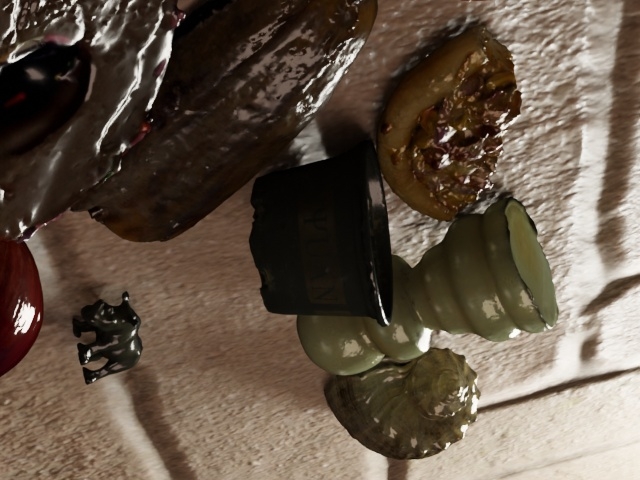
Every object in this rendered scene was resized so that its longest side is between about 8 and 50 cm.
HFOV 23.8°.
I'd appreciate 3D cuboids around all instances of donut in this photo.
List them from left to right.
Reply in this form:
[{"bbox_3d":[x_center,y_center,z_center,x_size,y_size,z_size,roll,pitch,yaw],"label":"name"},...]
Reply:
[{"bbox_3d":[-0.200,-0.114,0.937,0.270,0.103,0.269,-35,148,-26],"label":"donut"}]

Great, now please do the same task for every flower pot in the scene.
[{"bbox_3d":[0.000,0.000,1.275,0.107,0.157,0.157,-7,151,7],"label":"flower pot"}]

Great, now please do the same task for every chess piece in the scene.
[{"bbox_3d":[0.092,0.056,1.446,0.243,0.133,0.133,-19,151,20],"label":"chess piece"}]

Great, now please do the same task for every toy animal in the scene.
[{"bbox_3d":[-0.199,0.086,1.423,0.065,0.047,0.135,-15,149,-11],"label":"toy animal"}]

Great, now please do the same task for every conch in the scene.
[{"bbox_3d":[0.081,0.174,1.678,0.155,0.130,0.207,41,150,-19],"label":"conch"}]

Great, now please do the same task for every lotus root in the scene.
[{"bbox_3d":[-0.075,-0.090,1.151,0.167,0.078,0.329,12,141,-42],"label":"lotus root"}]

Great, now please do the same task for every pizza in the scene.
[{"bbox_3d":[0.106,-0.087,1.258,0.127,0.058,0.246,-4,151,-19],"label":"pizza"}]

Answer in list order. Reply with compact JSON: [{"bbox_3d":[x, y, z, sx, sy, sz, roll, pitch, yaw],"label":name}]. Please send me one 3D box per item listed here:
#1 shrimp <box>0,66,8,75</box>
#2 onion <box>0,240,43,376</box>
[{"bbox_3d":[-0.261,-0.095,1.064,0.190,0.074,0.073,3,178,-19],"label":"shrimp"},{"bbox_3d":[-0.318,0.014,1.119,0.248,0.161,0.248,8,146,6],"label":"onion"}]
